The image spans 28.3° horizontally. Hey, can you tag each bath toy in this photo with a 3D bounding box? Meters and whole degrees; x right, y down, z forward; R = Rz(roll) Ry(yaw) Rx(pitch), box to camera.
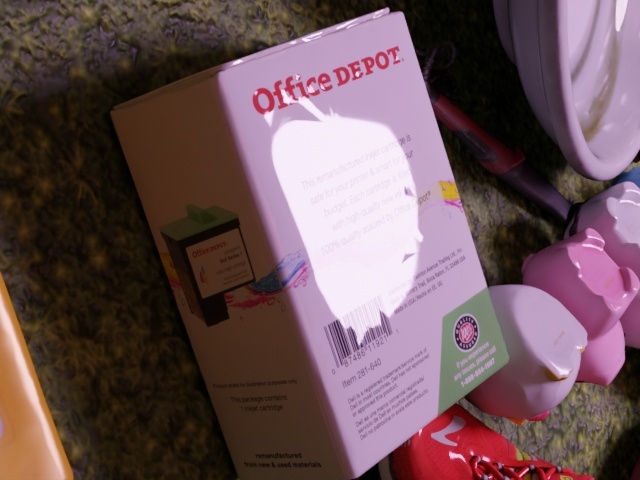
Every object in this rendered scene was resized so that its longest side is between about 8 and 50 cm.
[{"bbox_3d":[0.225,0.061,1.112,0.151,0.129,0.348,54,43,5],"label":"bath toy"}]

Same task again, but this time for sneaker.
[{"bbox_3d":[0.156,0.195,1.015,0.279,0.118,0.107,36,58,-36],"label":"sneaker"}]

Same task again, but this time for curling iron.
[{"bbox_3d":[0.164,-0.086,1.138,0.274,0.035,0.068,39,57,-35],"label":"curling iron"}]

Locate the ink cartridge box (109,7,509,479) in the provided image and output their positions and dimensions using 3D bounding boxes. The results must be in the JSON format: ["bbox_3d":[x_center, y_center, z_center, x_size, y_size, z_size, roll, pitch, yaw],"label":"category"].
[{"bbox_3d":[0.000,0.000,0.890,0.201,0.117,0.278,-28,103,-46],"label":"ink cartridge box"}]

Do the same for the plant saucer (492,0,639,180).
[{"bbox_3d":[0.238,-0.256,1.152,0.400,0.101,0.400,-23,117,-58],"label":"plant saucer"}]

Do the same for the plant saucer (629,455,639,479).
[{"bbox_3d":[0.401,0.313,1.275,0.332,0.084,0.332,12,73,-45],"label":"plant saucer"}]

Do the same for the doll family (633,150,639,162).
[{"bbox_3d":[0.366,-0.047,1.250,0.076,0.193,0.111,-29,121,-27],"label":"doll family"}]

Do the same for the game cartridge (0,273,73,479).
[{"bbox_3d":[-0.289,0.032,0.632,0.285,0.053,0.323,-26,102,-46],"label":"game cartridge"}]
